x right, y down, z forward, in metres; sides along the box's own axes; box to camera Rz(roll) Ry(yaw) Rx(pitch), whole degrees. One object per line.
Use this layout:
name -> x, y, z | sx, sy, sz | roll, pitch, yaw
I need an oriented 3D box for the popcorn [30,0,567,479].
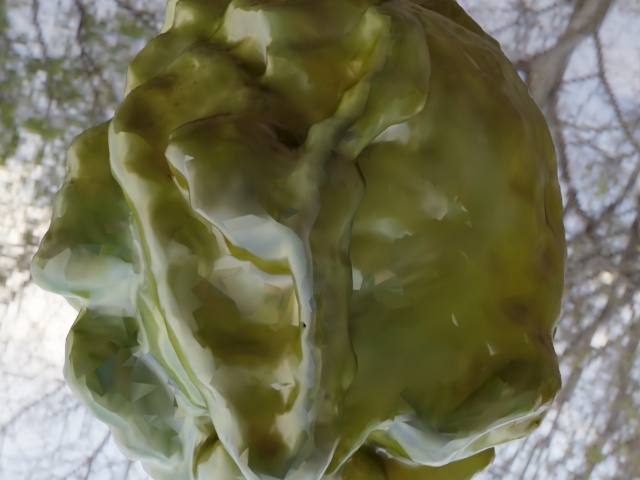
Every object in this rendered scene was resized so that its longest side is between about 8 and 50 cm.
popcorn -> -0.011, 0.001, 0.727 | 0.312, 0.312, 0.312 | 15, -156, -7
